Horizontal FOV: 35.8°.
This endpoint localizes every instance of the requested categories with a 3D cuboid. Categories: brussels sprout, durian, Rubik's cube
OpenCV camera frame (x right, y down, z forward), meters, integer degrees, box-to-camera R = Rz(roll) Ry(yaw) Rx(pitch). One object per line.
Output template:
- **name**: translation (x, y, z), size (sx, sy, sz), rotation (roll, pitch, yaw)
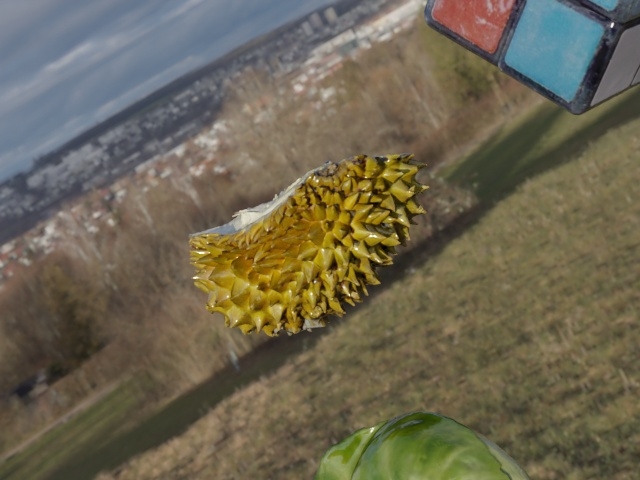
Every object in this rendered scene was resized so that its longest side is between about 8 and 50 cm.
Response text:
- **brussels sprout**: translation (0.084, 0.202, 0.751), size (0.100, 0.139, 0.181), rotation (-2, 6, -39)
- **durian**: translation (-0.002, 0.009, 0.908), size (0.183, 0.138, 0.250), rotation (14, -35, -41)
- **Rubik's cube**: translation (0.397, -0.421, 1.492), size (0.313, 0.316, 0.318), rotation (-27, -35, -42)
